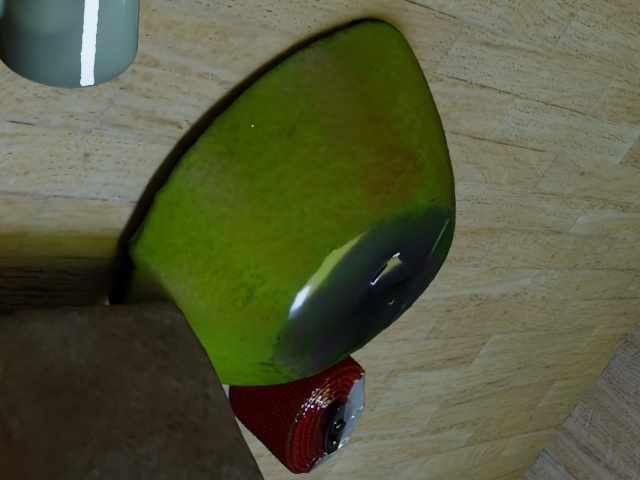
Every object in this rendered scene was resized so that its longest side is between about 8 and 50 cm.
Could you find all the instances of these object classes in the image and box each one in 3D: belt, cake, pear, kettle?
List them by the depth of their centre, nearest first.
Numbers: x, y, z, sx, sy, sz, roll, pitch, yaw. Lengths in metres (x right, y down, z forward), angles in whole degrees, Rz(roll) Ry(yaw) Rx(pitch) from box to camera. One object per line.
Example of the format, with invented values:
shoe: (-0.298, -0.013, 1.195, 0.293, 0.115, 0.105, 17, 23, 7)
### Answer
kettle: (-0.173, -0.187, 1.081, 0.148, 0.126, 0.098, 103, 3, -45)
cake: (-0.212, 0.201, 1.384, 0.237, 0.230, 0.309, -34, 167, 25)
pear: (0.003, -0.001, 1.586, 0.399, 0.165, 0.399, -40, 156, -22)
belt: (-0.019, 0.180, 1.896, 0.128, 0.124, 0.201, -37, 154, -22)
